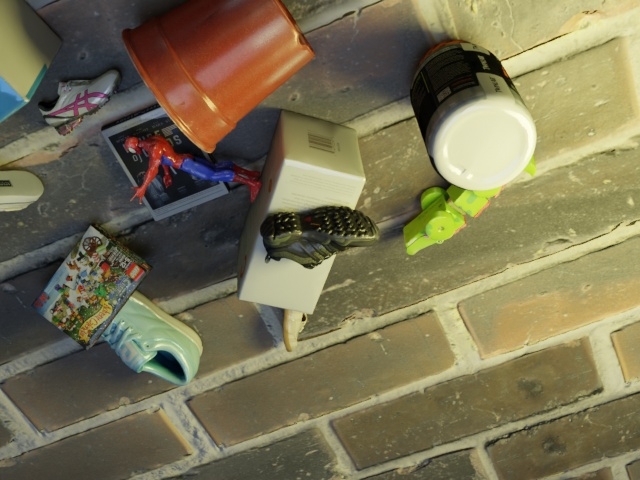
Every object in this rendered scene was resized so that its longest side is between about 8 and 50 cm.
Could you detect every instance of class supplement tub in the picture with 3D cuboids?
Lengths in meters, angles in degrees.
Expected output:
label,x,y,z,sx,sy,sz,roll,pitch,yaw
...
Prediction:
label,x,y,z,sx,sy,sz,roll,pitch,yaw
supplement tub,0.274,-0.247,1.671,0.194,0.316,0.193,-2,125,-3

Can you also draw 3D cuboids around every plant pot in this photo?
label,x,y,z,sx,sy,sz,roll,pitch,yaw
plant pot,-0.171,-0.344,1.627,0.265,0.272,0.272,-33,120,8

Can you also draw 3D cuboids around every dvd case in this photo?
label,x,y,z,sx,sy,sz,roll,pitch,yaw
dvd case,-0.320,-0.167,1.861,0.179,0.029,0.238,-21,123,9

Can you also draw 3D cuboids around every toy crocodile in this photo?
label,x,y,z,sx,sy,sz,roll,pitch,yaw
toy crocodile,0.307,-0.088,1.902,0.105,0.115,0.340,35,115,-25

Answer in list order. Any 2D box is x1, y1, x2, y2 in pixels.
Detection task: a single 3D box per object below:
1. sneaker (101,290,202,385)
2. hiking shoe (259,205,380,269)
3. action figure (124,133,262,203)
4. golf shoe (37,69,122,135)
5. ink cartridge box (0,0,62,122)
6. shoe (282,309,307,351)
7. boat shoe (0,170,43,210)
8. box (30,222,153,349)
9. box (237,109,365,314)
label,x,y,z,sx,sy,sz,roll,pitch,yaw
sneaker,-0.429,0.215,2.040,0.366,0.150,0.135,29,117,-21
hiking shoe,0.000,0.000,1.716,0.227,0.086,0.114,0,138,2
action figure,-0.276,-0.123,1.818,0.281,0.091,0.139,22,110,-18
golf shoe,-0.471,-0.283,1.749,0.186,0.067,0.086,-33,119,18
ink cartridge box,-0.692,-0.259,1.619,0.395,0.285,0.166,-32,119,17
shoe,-0.056,0.171,2.078,0.058,0.076,0.218,2,122,1
boat shoe,-0.687,-0.092,1.794,0.258,0.095,0.084,5,142,-47
box,-0.500,0.101,1.955,0.159,0.044,0.233,38,100,-1
box,-0.048,-0.056,1.841,0.168,0.215,0.345,13,123,-13
